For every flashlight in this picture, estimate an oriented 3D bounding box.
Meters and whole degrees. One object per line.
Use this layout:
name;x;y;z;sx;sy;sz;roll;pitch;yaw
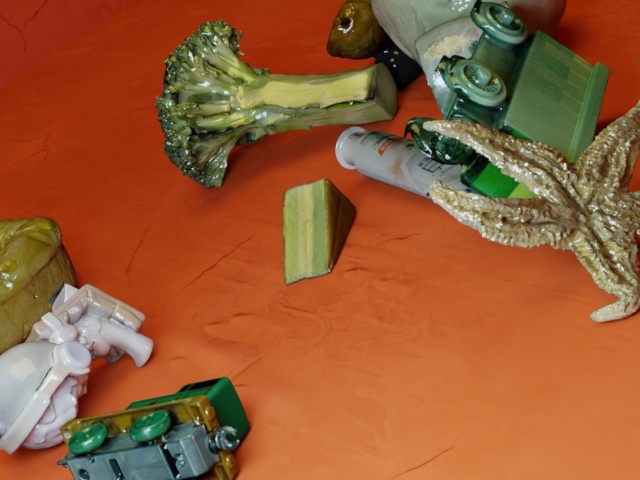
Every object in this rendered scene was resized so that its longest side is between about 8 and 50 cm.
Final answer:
flashlight;0.185;-0.321;2.084;0.232;0.093;0.093;-42;26;-21

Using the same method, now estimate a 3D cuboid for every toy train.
toy train;-0.164;0.203;1.347;0.228;0.091;0.136;-14;16;32
toy train;0.220;-0.150;1.519;0.120;0.202;0.301;-54;5;36

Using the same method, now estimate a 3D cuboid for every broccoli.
broccoli;-0.069;-0.223;2.026;0.361;0.221;0.252;-14;31;3

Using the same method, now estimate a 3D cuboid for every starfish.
starfish;0.268;-0.049;1.346;0.302;0.060;0.299;-24;55;-24

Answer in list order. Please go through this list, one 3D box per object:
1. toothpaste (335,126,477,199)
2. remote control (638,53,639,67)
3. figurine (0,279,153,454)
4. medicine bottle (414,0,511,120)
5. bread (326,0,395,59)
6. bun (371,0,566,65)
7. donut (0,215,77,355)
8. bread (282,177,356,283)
toothpaste;0.132;-0.088;1.671;0.100;0.066;0.323;-31;29;-24
remote control;0.474;-0.194;1.454;0.221;0.103;0.332;-12;23;4
figurine;-0.308;0.163;1.557;0.162;0.141;0.237;-46;8;43
medicine bottle;0.212;-0.230;1.768;0.143;0.147;0.147;-21;23;8
bread;0.079;-0.332;2.084;0.124;0.084;0.344;-62;-10;15
bun;0.220;-0.321;1.927;0.283;0.179;0.283;-4;9;1
donut;-0.466;0.075;1.892;0.261;0.128;0.208;-41;28;-30
bread;0.000;0.004;1.679;0.074;0.084;0.139;-17;56;23
